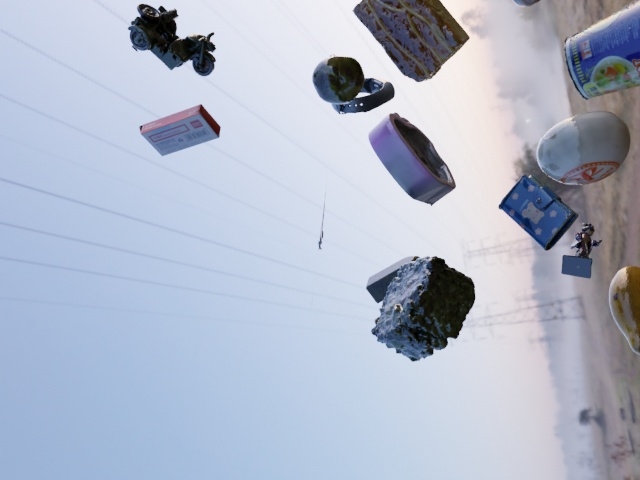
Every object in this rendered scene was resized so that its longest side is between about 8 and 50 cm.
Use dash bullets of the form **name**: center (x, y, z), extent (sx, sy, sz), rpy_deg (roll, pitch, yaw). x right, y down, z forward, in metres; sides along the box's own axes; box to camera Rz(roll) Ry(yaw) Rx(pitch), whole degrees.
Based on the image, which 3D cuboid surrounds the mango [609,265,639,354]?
- **mango**: center (0.993, 0.222, 2.017), extent (0.177, 0.120, 0.294), rpy_deg (14, -113, -23)

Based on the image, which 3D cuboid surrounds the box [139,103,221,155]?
- **box**: center (-0.440, -0.342, 2.010), extent (0.123, 0.229, 0.050), rpy_deg (52, -151, -50)

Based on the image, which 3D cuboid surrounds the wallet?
- **wallet**: center (0.619, -0.087, 1.836), extent (0.059, 0.141, 0.202), rpy_deg (14, -150, -45)

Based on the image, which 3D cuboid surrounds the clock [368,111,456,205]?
- **clock**: center (0.299, -0.274, 2.113), extent (0.338, 0.102, 0.338), rpy_deg (39, -153, -25)

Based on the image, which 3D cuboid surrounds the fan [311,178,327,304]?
- **fan**: center (0.001, 0.000, 1.882), extent (0.233, 0.012, 0.414), rpy_deg (-77, -6, -78)

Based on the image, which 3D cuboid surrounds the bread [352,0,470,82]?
- **bread**: center (0.234, -0.560, 1.669), extent (0.274, 0.185, 0.114), rpy_deg (50, -137, 2)

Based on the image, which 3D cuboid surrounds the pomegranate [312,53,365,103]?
- **pomegranate**: center (0.044, -0.440, 1.690), extent (0.125, 0.138, 0.163), rpy_deg (77, -176, -69)

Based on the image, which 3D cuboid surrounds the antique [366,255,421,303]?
- **antique**: center (0.276, 0.132, 2.303), extent (0.081, 0.221, 0.080), rpy_deg (53, -156, -13)

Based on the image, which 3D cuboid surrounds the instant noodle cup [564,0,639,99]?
- **instant noodle cup**: center (0.866, -0.538, 1.783), extent (0.284, 0.312, 0.284), rpy_deg (19, -116, -44)

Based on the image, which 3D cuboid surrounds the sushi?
- **sushi**: center (0.298, 0.208, 1.935), extent (0.294, 0.178, 0.352), rpy_deg (-62, 7, -14)

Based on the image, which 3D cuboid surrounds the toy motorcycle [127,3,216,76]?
- **toy motorcycle**: center (-0.449, -0.607, 1.962), extent (0.275, 0.127, 0.205), rpy_deg (41, -144, -9)

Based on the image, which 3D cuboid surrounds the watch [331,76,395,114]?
- **watch**: center (0.116, -0.450, 1.975), extent (0.206, 0.193, 0.068), rpy_deg (-126, 24, -58)

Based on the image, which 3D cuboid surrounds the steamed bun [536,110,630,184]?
- **steamed bun**: center (0.690, -0.223, 1.671), extent (0.232, 0.232, 0.145), rpy_deg (37, -143, -60)

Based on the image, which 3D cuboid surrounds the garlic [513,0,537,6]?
- **garlic**: center (0.758, -0.901, 2.172), extent (0.207, 0.257, 0.207), rpy_deg (-177, 90, -87)

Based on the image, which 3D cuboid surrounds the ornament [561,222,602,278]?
- **ornament**: center (0.782, 0.016, 1.889), extent (0.203, 0.081, 0.088), rpy_deg (-49, -38, -35)
